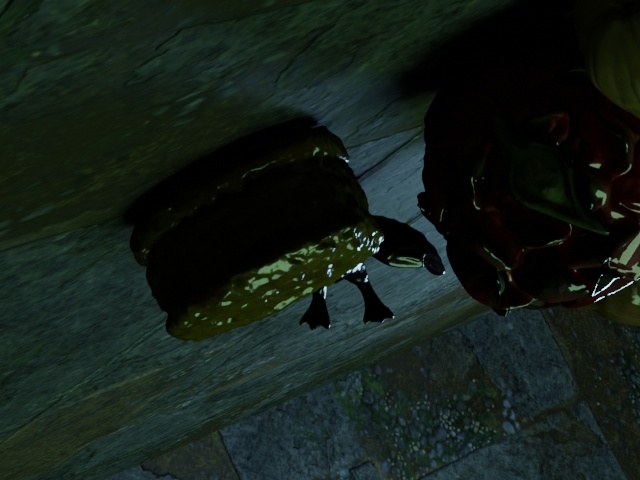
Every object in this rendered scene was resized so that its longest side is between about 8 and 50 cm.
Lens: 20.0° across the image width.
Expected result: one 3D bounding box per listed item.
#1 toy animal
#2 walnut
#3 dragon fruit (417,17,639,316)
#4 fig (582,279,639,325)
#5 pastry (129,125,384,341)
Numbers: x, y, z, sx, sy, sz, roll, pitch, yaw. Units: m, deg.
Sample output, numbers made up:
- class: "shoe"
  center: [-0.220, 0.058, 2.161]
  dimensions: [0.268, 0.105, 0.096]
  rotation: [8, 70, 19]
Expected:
- class: "toy animal"
  center: [-0.002, -0.003, 1.616]
  dimensions: [0.218, 0.116, 0.179]
  rotation: [-1, 148, 14]
- class: "walnut"
  center: [0.262, -0.148, 1.199]
  dimensions: [0.197, 0.165, 0.165]
  rotation: [5, 150, -47]
- class: "dragon fruit"
  center: [0.188, -0.049, 1.369]
  dimensions: [0.233, 0.234, 0.293]
  rotation: [-29, 163, 13]
- class: "fig"
  center: [0.347, -0.104, 1.730]
  dimensions: [0.286, 0.286, 0.369]
  rotation: [-13, 133, -59]
- class: "pastry"
  center: [-0.048, -0.004, 1.326]
  dimensions: [0.188, 0.103, 0.189]
  rotation: [-27, 171, -5]
